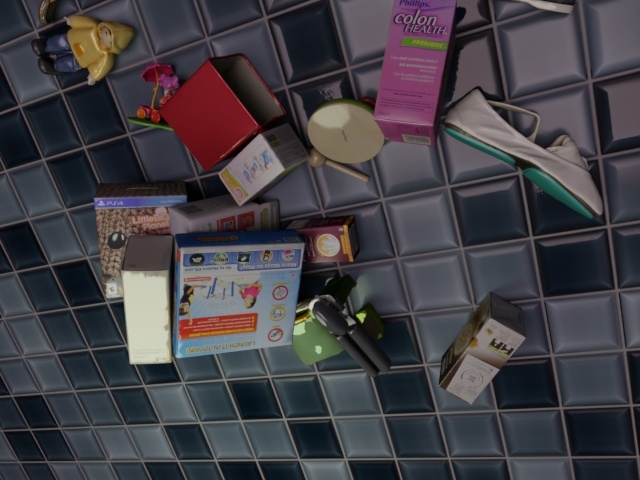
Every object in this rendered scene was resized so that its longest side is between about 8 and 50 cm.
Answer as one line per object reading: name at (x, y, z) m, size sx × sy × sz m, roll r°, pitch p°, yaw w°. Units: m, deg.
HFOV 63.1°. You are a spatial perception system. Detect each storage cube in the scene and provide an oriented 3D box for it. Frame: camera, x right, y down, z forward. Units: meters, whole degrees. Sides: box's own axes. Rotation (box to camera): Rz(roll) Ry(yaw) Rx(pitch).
storage cube at (-0.235, -0.316, 1.274) m, size 0.193 × 0.183 × 0.215 m, roll -34°, pitch 99°, yaw 28°

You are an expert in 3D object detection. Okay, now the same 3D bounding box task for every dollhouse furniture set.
dollhouse furniture set at (-0.003, 0.260, 1.451) m, size 0.302 × 0.151 × 0.197 m, roll -30°, pitch 100°, yaw 26°

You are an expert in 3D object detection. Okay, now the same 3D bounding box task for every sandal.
sandal at (-0.687, -0.642, 1.354) m, size 0.049 × 0.072 × 0.180 m, roll 25°, pitch 119°, yaw -11°

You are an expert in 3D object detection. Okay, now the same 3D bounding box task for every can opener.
can opener at (0.070, 0.249, 1.295) m, size 0.076 × 0.095 × 0.283 m, roll -31°, pitch 110°, yaw 27°

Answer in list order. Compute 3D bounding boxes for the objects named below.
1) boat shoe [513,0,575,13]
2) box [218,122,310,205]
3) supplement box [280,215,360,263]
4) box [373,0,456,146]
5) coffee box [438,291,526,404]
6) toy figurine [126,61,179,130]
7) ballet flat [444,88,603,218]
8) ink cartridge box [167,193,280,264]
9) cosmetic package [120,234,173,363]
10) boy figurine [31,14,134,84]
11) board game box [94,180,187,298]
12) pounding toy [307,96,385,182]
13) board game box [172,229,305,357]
boat shoe at (0.389, -0.517, 1.038) m, size 0.255 × 0.095 × 0.079 m, roll 17°, pitch 117°, yaw 9°
box at (-0.144, -0.187, 1.304) m, size 0.203 × 0.114 × 0.103 m, roll -32°, pitch 92°, yaw 42°
supplement box at (0.000, 0.000, 1.383) m, size 0.188 × 0.081 × 0.104 m, roll -4°, pitch 110°, yaw 20°
box at (0.199, -0.336, 1.067) m, size 0.118 × 0.213 × 0.242 m, roll 10°, pitch 92°, yaw 14°
coffee box at (0.409, 0.276, 1.331) m, size 0.098 × 0.141 × 0.246 m, roll 29°, pitch 117°, yaw 5°
toy figurine at (-0.408, -0.375, 1.343) m, size 0.173 × 0.130 × 0.159 m, roll 18°, pitch 107°, yaw 23°
ballet flat at (0.466, -0.200, 1.136) m, size 0.400 × 0.139 × 0.139 m, roll 33°, pitch 117°, yaw 4°
ink cartridge box at (-0.253, 0.041, 1.429) m, size 0.130 × 0.272 × 0.309 m, roll 25°, pitch 122°, yaw 45°
cosmetic package at (-0.439, 0.155, 1.348) m, size 0.113 × 0.160 × 0.309 m, roll 1°, pitch 124°, yaw -13°
boy figurine at (-0.614, -0.504, 1.373) m, size 0.286 × 0.092 × 0.177 m, roll -3°, pitch 108°, yaw 22°
board game box at (-0.485, -0.006, 1.446) m, size 0.232 × 0.141 × 0.290 m, roll -4°, pitch 113°, yaw -16°
pounding toy at (0.066, -0.270, 1.256) m, size 0.183 × 0.110 × 0.236 m, roll 15°, pitch 145°, yaw 0°
board game box at (-0.210, 0.131, 1.312) m, size 0.309 × 0.086 × 0.301 m, roll -2°, pitch 115°, yaw -23°
